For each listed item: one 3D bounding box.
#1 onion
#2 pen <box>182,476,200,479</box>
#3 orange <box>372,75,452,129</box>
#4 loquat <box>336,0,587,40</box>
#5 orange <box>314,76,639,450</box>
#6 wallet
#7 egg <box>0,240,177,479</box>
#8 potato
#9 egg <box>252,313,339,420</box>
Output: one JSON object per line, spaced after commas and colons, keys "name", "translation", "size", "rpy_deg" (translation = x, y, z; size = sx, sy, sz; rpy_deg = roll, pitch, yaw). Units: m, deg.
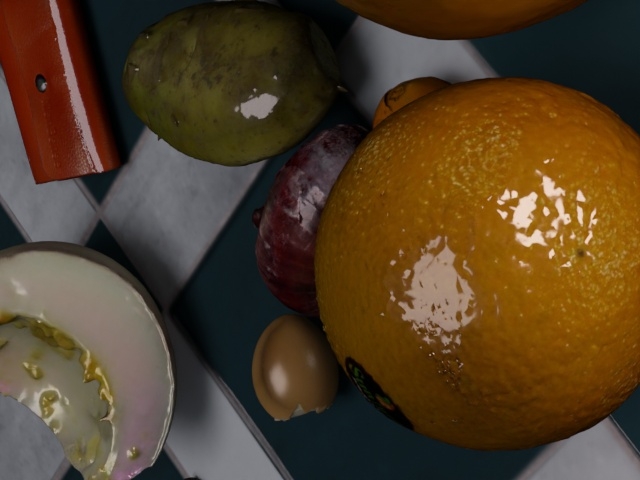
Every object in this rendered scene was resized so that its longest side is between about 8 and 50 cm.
{"name": "onion", "translation": [0.000, 0.000, 1.340], "size": [0.151, 0.098, 0.206], "rpy_deg": [51, 148, 36]}
{"name": "pen", "translation": [-0.144, 0.342, 1.695], "size": [0.025, 0.025, 0.204], "rpy_deg": [28, 124, 36]}
{"name": "orange", "translation": [0.083, -0.091, 1.265], "size": [0.083, 0.083, 0.083], "rpy_deg": [18, 117, 40]}
{"name": "loquat", "translation": [0.091, -0.289, 1.024], "size": [0.328, 0.328, 0.328], "rpy_deg": [18, 117, 40]}
{"name": "orange", "translation": [0.124, 0.017, 1.131], "size": [0.274, 0.274, 0.274], "rpy_deg": [18, 117, 40]}
{"name": "wallet", "translation": [-0.277, -0.161, 1.632], "size": [0.142, 0.045, 0.204], "rpy_deg": [-7, 100, 46]}
{"name": "egg", "translation": [-0.257, 0.104, 1.629], "size": [0.271, 0.162, 0.206], "rpy_deg": [30, 95, -4]}
{"name": "potato", "translation": [-0.074, -0.137, 1.376], "size": [0.251, 0.113, 0.149], "rpy_deg": [9, 74, 41]}
{"name": "egg", "translation": [-0.025, 0.116, 1.450], "size": [0.080, 0.080, 0.096], "rpy_deg": [-9, 101, 47]}
